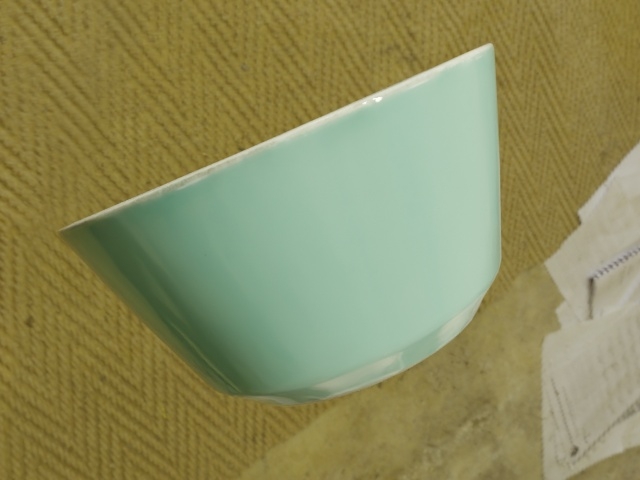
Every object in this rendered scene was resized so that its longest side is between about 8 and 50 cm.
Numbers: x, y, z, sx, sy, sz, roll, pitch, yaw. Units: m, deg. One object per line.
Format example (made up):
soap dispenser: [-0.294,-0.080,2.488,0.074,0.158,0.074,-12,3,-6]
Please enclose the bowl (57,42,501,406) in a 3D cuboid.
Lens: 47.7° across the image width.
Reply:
bowl: [0.000,0.000,0.508,0.311,0.311,0.163,-29,101,-26]
